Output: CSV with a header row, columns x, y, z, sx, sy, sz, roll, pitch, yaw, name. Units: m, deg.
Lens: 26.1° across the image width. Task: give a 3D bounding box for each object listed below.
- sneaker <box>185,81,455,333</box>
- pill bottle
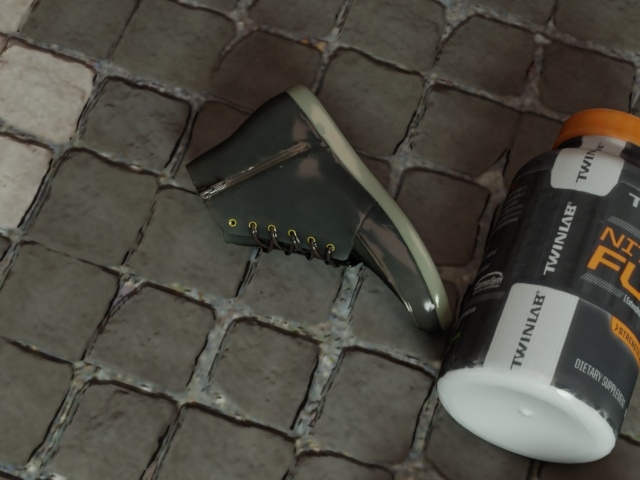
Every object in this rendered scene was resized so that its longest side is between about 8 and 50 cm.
x,y,z,sx,sy,sz,roll,pitch,yaw,name
0.000,0.000,1.030,0.118,0.083,0.222,-35,72,-3,sneaker
0.180,0.024,0.989,0.130,0.130,0.246,20,63,7,pill bottle
